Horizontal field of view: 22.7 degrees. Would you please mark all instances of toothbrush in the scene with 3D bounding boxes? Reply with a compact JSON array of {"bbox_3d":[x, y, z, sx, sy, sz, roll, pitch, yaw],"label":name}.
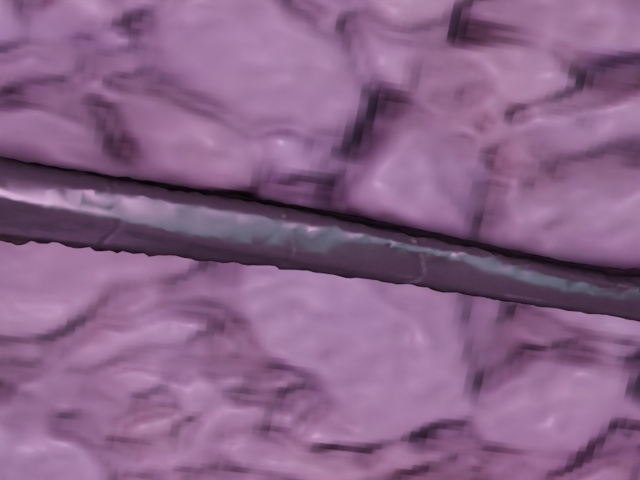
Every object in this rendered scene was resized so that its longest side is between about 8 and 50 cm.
[{"bbox_3d":[0.000,0.000,0.489,0.297,0.030,0.030,8,114,-9],"label":"toothbrush"}]
